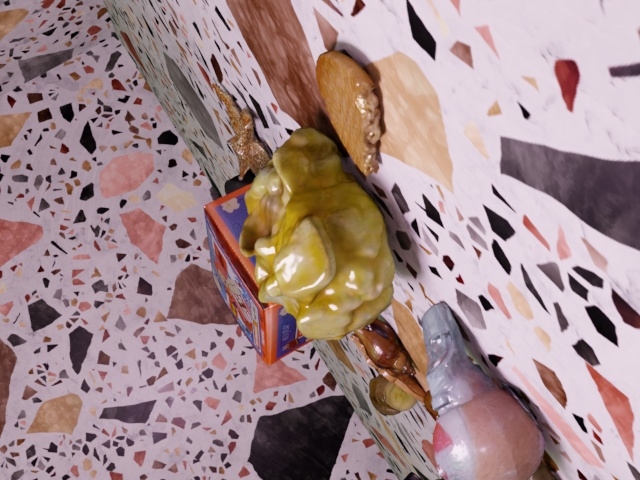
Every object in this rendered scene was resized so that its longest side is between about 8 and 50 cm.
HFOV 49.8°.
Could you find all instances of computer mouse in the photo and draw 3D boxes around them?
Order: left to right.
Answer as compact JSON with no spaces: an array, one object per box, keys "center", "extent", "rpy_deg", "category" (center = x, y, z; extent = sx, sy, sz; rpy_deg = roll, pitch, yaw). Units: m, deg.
[{"center":[-0.210,-0.132,2.213],"extent":[0.295,0.087,0.168],"rpy_deg":[13,129,57],"category":"computer mouse"}]

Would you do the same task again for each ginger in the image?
[{"center":[0.191,0.423,1.897],"extent":[0.263,0.109,0.117],"rpy_deg":[107,156,-75],"category":"ginger"}]

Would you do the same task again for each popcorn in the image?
[{"center":[0.009,0.000,1.215],"extent":[0.293,0.292,0.334],"rpy_deg":[-3,-134,-49],"category":"popcorn"}]

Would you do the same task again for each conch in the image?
[{"center":[0.139,0.240,1.659],"extent":[0.233,0.086,0.080],"rpy_deg":[56,169,0],"category":"conch"}]

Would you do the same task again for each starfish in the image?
[{"center":[-0.199,-0.243,1.837],"extent":[0.301,0.084,0.294],"rpy_deg":[40,159,47],"category":"starfish"}]

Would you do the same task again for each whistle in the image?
[{"center":[0.236,0.271,1.132],"extent":[0.189,0.189,0.348],"rpy_deg":[83,163,-67],"category":"whistle"}]

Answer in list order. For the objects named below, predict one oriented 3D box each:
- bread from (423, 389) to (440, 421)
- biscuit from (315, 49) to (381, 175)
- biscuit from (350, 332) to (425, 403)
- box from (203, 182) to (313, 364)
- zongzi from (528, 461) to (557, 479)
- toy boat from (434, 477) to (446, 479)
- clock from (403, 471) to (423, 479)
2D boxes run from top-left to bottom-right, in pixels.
[{"center":[0.293,0.395,1.482],"extent":[0.193,0.064,0.193],"rpy_deg":[51,173,9],"category":"bread"},{"center":[0.041,-0.197,1.001],"extent":[0.144,0.033,0.224],"rpy_deg":[55,169,27],"category":"biscuit"},{"center":[0.175,0.320,1.752],"extent":[0.250,0.035,0.162],"rpy_deg":[42,-166,11],"category":"biscuit"},{"center":[-0.109,0.070,1.706],"extent":[0.319,0.256,0.349],"rpy_deg":[55,159,23],"category":"box"},{"center":[0.278,0.672,1.141],"extent":[0.467,0.500,0.218],"rpy_deg":[58,164,-3],"category":"zongzi"},{"center":[0.391,0.773,2.126],"extent":[0.093,0.055,0.293],"rpy_deg":[56,168,12],"category":"toy boat"},{"center":[0.396,0.796,1.878],"extent":[0.379,0.120,0.276],"rpy_deg":[45,168,-18],"category":"clock"}]
